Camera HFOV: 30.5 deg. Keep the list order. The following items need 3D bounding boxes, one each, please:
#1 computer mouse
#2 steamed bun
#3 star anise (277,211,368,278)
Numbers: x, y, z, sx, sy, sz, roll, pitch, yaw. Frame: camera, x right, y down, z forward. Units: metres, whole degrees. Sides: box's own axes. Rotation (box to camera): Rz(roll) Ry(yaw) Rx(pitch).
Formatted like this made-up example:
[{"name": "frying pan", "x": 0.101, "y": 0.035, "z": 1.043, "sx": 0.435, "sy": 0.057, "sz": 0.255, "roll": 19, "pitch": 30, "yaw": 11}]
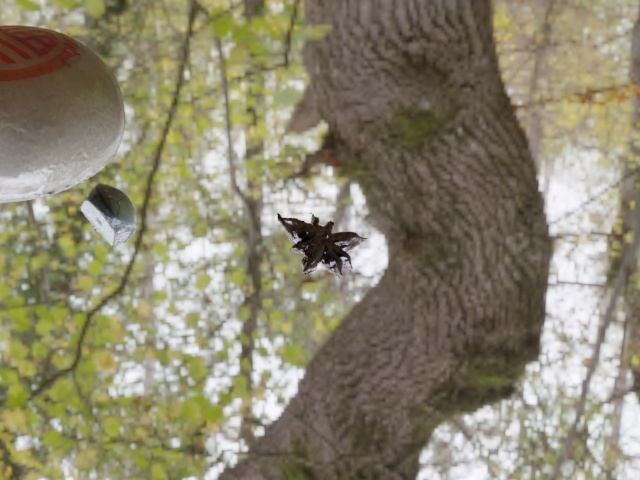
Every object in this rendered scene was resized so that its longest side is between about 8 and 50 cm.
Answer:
[{"name": "computer mouse", "x": -0.381, "y": -0.052, "z": 2.147, "sx": 0.068, "sy": 0.113, "sz": 0.229, "roll": -40, "pitch": -176, "yaw": -16}, {"name": "steamed bun", "x": -0.390, "y": -0.177, "z": 1.478, "sx": 0.283, "sy": 0.177, "sz": 0.283, "roll": 1, "pitch": -149, "yaw": -1}, {"name": "star anise", "x": 0.011, "y": 0.003, "z": 1.642, "sx": 0.129, "sy": 0.056, "sz": 0.124, "roll": -1, "pitch": -133, "yaw": -31}]
